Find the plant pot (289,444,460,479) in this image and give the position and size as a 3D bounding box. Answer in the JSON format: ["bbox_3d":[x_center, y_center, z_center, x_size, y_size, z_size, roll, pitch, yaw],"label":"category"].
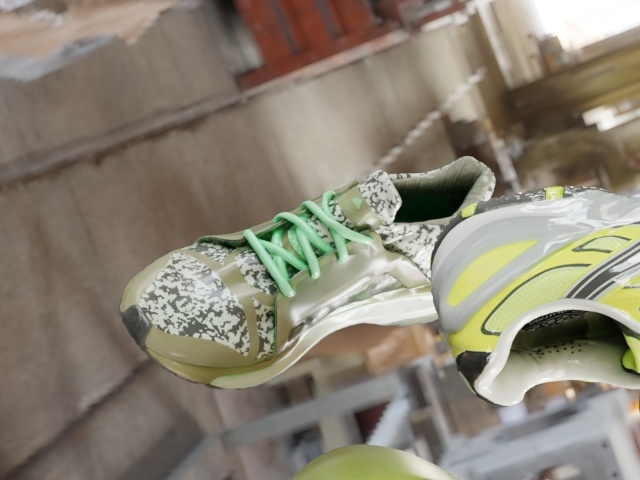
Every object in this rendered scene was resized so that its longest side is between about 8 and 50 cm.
[{"bbox_3d":[0.047,0.296,1.460,0.293,0.275,0.275,-109,176,-77],"label":"plant pot"}]

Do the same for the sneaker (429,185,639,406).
[{"bbox_3d":[0.268,0.033,1.112,0.147,0.384,0.145,-88,157,-45],"label":"sneaker"}]

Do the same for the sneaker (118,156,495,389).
[{"bbox_3d":[0.000,0.000,1.480,0.158,0.410,0.182,52,-40,26],"label":"sneaker"}]

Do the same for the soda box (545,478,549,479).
[{"bbox_3d":[0.127,0.268,1.241,0.061,0.181,0.058,50,6,-40],"label":"soda box"}]

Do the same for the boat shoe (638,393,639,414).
[{"bbox_3d":[0.286,0.078,1.303,0.178,0.064,0.060,-84,180,-50],"label":"boat shoe"}]
